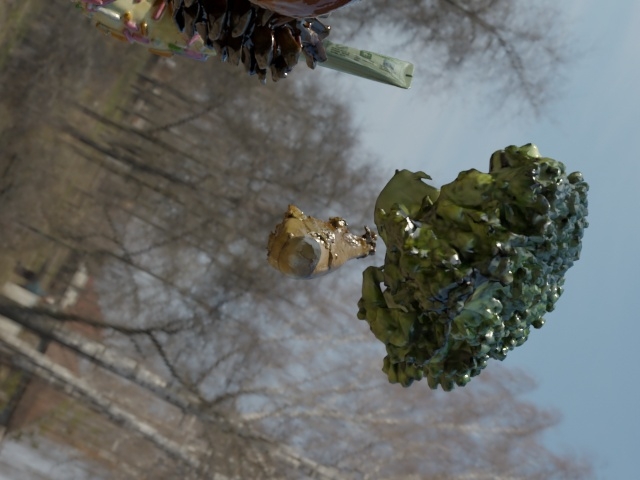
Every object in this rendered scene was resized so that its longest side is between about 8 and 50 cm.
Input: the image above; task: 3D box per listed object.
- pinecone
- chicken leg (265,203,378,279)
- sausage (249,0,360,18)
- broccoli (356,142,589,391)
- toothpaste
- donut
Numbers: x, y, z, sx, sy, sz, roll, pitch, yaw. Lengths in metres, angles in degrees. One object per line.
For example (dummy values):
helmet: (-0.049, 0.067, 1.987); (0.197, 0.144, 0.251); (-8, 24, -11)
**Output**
pinecone: (-0.076, -0.269, 1.102); (0.179, 0.205, 0.184); (-40, 174, 34)
chicken leg: (0.001, 0.003, 1.480); (0.101, 0.207, 0.085); (42, -59, 33)
sausage: (0.041, -0.267, 0.888); (0.259, 0.114, 0.113); (-30, 178, -24)
broccoli: (0.196, 0.038, 1.310); (0.334, 0.272, 0.324); (50, 47, -66)
toothpaste: (0.025, -0.257, 1.432); (0.064, 0.218, 0.041); (-75, -178, -47)
donut: (-0.274, -0.427, 1.658); (0.371, 0.307, 0.150); (65, 38, -68)
